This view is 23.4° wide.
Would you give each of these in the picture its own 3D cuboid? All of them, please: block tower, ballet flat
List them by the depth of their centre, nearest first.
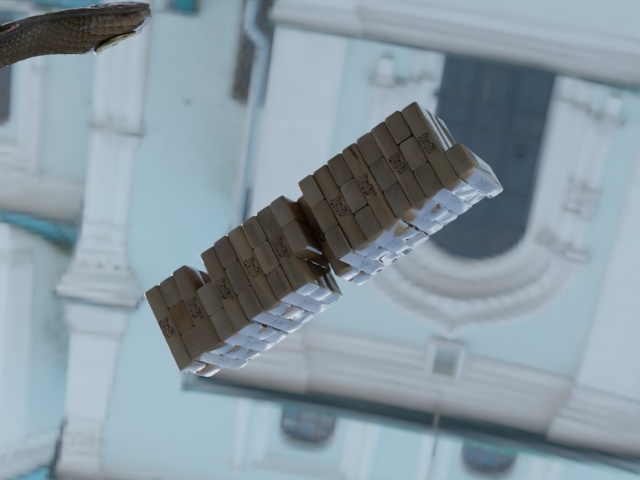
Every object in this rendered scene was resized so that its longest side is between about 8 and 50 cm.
[{"bbox_3d":[-0.259,-0.161,1.332,0.250,0.058,0.084,-10,-172,14],"label":"ballet flat"},{"bbox_3d":[0.000,0.000,1.444,0.097,0.335,0.091,62,-164,21],"label":"block tower"}]
